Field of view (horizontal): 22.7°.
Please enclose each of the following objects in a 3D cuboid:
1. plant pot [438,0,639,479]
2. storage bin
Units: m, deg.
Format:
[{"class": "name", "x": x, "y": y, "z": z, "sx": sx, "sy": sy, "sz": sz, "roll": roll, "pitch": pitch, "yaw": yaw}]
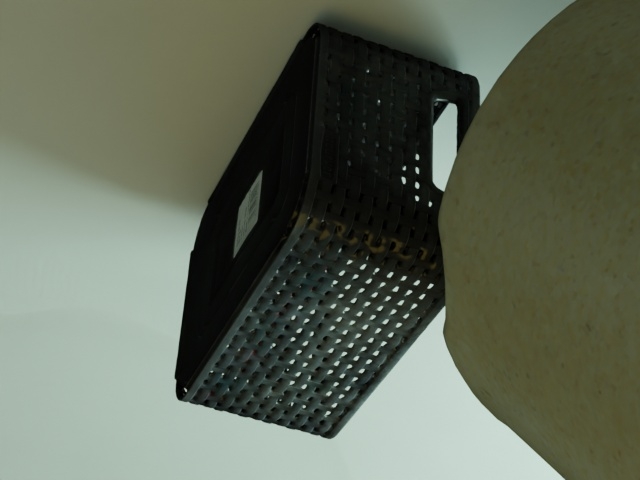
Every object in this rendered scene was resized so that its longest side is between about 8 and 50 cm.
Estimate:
[{"class": "plant pot", "x": 0.214, "y": 0.033, "z": 0.594, "sx": 0.334, "sy": 0.334, "sz": 0.305, "roll": 42, "pitch": 173, "yaw": -38}, {"class": "storage bin", "x": 0.000, "y": 0.000, "z": 0.764, "sx": 0.084, "sy": 0.122, "sz": 0.180, "roll": 16, "pitch": 140, "yaw": -15}]
